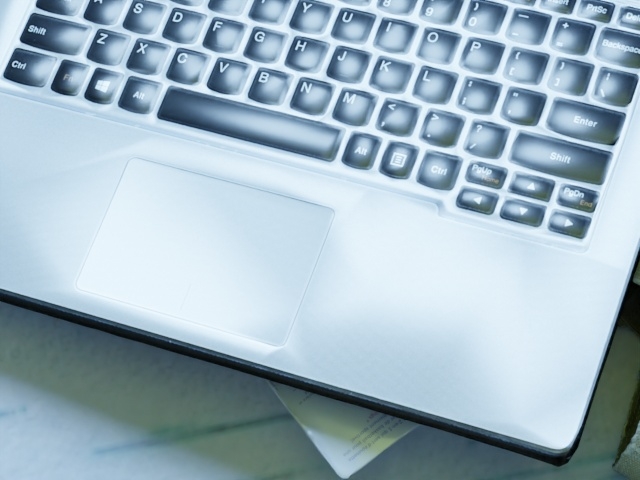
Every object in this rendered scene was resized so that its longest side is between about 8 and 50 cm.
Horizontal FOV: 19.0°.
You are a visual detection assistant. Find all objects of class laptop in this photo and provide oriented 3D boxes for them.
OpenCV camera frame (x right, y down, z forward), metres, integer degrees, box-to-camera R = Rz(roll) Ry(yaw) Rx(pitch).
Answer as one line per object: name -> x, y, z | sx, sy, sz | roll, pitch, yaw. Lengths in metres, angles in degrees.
laptop -> -0.009, -0.164, 0.911 | 0.382, 0.236, 0.408 | 15, 70, 18

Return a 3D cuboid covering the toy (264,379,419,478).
toy -> 0.000, 0.000, 1.005 | 0.137, 0.056, 0.237 | -37, 69, -5

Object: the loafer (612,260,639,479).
loafer -> 0.193, 0.009, 0.967 | 0.092, 0.102, 0.268 | 4, 73, -2
